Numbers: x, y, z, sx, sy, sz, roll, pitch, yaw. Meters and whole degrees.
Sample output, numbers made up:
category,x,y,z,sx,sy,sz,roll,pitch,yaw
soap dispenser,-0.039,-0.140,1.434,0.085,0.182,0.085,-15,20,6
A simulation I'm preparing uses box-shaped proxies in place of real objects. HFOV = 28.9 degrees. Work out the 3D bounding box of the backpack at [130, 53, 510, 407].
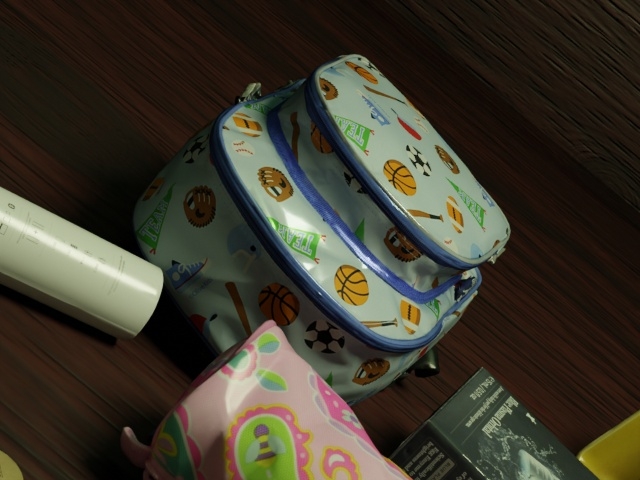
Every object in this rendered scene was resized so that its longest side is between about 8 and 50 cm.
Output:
category,x,y,z,sx,sy,sz,roll,pitch,yaw
backpack,0.000,0.000,0.915,0.276,0.213,0.263,45,31,4

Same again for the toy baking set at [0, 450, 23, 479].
category,x,y,z,sx,sy,sz,roll,pitch,yaw
toy baking set,-0.242,0.083,0.553,0.256,0.030,0.197,37,17,-9

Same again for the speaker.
category,x,y,z,sx,sy,sz,roll,pitch,yaw
speaker,-0.168,0.013,0.784,0.136,0.055,0.055,29,23,-28

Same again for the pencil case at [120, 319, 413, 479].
category,x,y,z,sx,sy,sz,roll,pitch,yaw
pencil case,0.022,0.177,0.693,0.284,0.124,0.124,43,20,11

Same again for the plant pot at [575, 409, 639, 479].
category,x,y,z,sx,sy,sz,roll,pitch,yaw
plant pot,0.380,0.246,1.068,0.187,0.212,0.212,44,17,-26

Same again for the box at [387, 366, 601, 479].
category,x,y,z,sx,sy,sz,roll,pitch,yaw
box,0.124,0.189,0.876,0.158,0.093,0.156,45,20,9
